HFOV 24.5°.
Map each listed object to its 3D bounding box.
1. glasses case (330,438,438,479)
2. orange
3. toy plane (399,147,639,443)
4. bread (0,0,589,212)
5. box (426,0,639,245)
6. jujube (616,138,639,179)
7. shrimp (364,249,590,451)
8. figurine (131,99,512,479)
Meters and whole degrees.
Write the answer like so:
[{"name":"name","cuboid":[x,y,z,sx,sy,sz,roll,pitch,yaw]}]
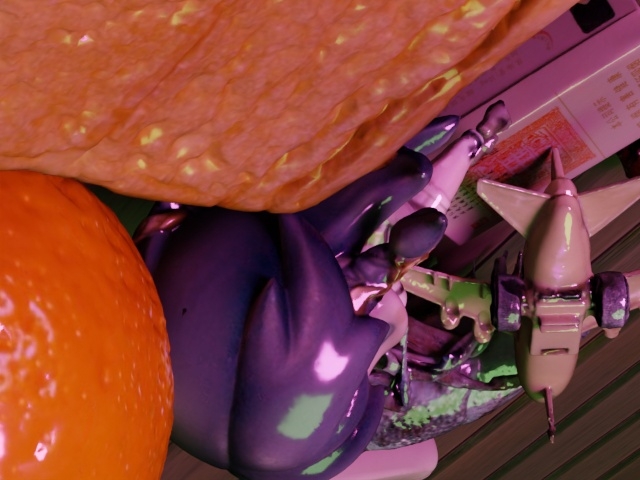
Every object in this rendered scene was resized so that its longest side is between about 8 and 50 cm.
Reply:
[{"name":"glasses case","cuboid":[0.037,0.211,1.472,0.204,0.081,0.051,1,146,-41]},{"name":"orange","cuboid":[-0.237,0.099,0.719,0.341,0.293,0.340,-12,156,-6]},{"name":"toy plane","cuboid":[0.165,0.042,1.051,0.242,0.104,0.256,-3,132,1]},{"name":"bread","cuboid":[-0.036,-0.156,0.608,0.328,0.148,0.337,8,141,-44]},{"name":"box","cuboid":[0.146,-0.085,1.017,0.201,0.058,0.141,-31,155,13]},{"name":"jujube","cuboid":[0.306,-0.088,1.120,0.104,0.104,0.166,-3,152,-40]},{"name":"shrimp","cuboid":[0.092,0.087,1.197,0.372,0.137,0.172,-30,172,11]},{"name":"figurine","cuboid":[-0.007,0.014,0.877,0.197,0.265,0.175,9,148,19]}]
